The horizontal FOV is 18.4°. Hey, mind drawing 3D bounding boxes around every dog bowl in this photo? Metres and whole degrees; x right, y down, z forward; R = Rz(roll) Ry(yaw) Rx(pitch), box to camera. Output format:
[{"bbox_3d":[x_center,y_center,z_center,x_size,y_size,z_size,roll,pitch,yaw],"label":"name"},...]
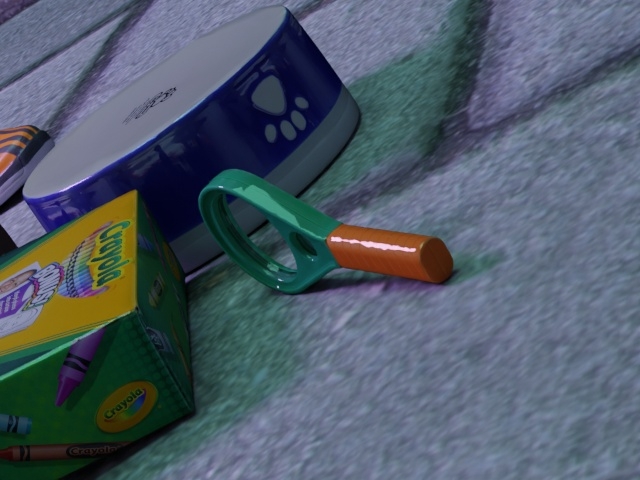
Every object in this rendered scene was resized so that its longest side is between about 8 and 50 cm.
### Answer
[{"bbox_3d":[-0.105,-0.073,1.585,0.265,0.104,0.265,-32,17,11],"label":"dog bowl"}]

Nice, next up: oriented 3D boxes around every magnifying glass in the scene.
[{"bbox_3d":[0.000,0.000,1.238,0.026,0.092,0.231,-43,28,-23],"label":"magnifying glass"}]

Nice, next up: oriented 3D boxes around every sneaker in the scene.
[{"bbox_3d":[-0.443,-0.097,2.186,0.321,0.180,0.124,-21,22,40],"label":"sneaker"}]

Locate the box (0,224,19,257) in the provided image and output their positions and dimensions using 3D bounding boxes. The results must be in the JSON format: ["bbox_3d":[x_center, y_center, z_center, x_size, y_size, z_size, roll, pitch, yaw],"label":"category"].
[{"bbox_3d":[-0.412,0.012,1.785,0.168,0.203,0.167,-23,21,37],"label":"box"}]

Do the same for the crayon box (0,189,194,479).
[{"bbox_3d":[-0.178,0.070,1.339,0.165,0.081,0.278,-26,18,3],"label":"crayon box"}]
